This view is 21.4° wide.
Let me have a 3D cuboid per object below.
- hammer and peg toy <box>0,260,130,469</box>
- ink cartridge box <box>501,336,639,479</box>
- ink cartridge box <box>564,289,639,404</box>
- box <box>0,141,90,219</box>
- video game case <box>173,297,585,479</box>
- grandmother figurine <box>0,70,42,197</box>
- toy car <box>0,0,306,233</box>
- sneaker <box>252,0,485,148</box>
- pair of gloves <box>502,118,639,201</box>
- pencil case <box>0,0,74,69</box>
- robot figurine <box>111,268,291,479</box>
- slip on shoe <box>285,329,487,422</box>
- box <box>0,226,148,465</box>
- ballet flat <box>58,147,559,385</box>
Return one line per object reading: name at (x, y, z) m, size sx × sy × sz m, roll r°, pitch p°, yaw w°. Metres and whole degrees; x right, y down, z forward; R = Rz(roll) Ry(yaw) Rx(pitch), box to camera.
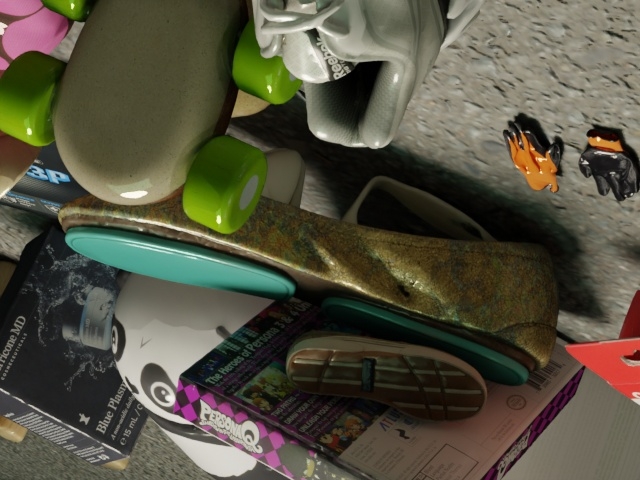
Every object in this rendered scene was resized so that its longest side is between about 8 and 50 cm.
hammer and peg toy at (-0.356, 0.103, 1.773) m, size 0.361 × 0.127 × 0.266 m, roll 17°, pitch 156°, yaw 14°
ink cartridge box at (0.220, 0.193, 1.331) m, size 0.235 × 0.171 × 0.056 m, roll 30°, pitch 159°, yaw -19°
ink cartridge box at (0.293, 0.092, 1.142) m, size 0.231 × 0.078 × 0.134 m, roll 34°, pitch 156°, yaw -26°
box at (-0.255, -0.084, 1.320) m, size 0.220 × 0.051 × 0.175 m, roll 15°, pitch 158°, yaw 22°
video game case at (0.047, 0.102, 1.196) m, size 0.210 × 0.232 × 0.042 m, roll 26°, pitch 126°, yaw 20°
grandmother figurine at (-0.329, -0.164, 1.095) m, size 0.342 × 0.104 × 0.208 m, roll 42°, pitch -177°, yaw -19°
toy car at (-0.071, -0.094, 1.005) m, size 0.155 × 0.149 × 0.188 m, roll 24°, pitch -170°, yaw 16°
sneaker at (0.007, -0.150, 0.805) m, size 0.110 × 0.118 × 0.292 m, roll 15°, pitch 156°, yaw 26°
pair of gloves at (0.154, -0.050, 1.040) m, size 0.083 × 0.010 × 0.074 m, roll 8°, pitch 153°, yaw 27°
pencil case at (-0.208, -0.180, 0.988) m, size 0.098 × 0.095 × 0.209 m, roll 19°, pitch 156°, yaw 11°
robot figurine at (-0.067, 0.107, 1.411) m, size 0.209 × 0.174 × 0.278 m, roll -4°, pitch 151°, yaw 16°
slip on shoe at (0.045, 0.088, 1.138) m, size 0.135 × 0.051 × 0.041 m, roll 7°, pitch -158°, yaw 3°
box at (-0.220, 0.097, 1.525) m, size 0.158 × 0.156 × 0.093 m, roll 30°, pitch 158°, yaw -17°
ballet flat at (0.000, 0.000, 1.161) m, size 0.348 × 0.123 × 0.123 m, roll 17°, pitch 160°, yaw -5°
